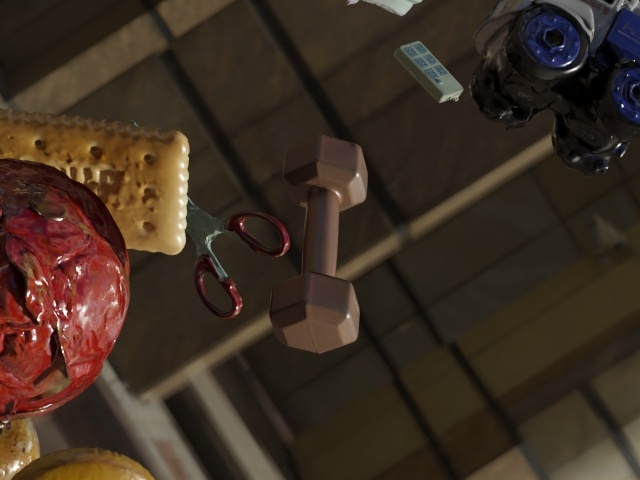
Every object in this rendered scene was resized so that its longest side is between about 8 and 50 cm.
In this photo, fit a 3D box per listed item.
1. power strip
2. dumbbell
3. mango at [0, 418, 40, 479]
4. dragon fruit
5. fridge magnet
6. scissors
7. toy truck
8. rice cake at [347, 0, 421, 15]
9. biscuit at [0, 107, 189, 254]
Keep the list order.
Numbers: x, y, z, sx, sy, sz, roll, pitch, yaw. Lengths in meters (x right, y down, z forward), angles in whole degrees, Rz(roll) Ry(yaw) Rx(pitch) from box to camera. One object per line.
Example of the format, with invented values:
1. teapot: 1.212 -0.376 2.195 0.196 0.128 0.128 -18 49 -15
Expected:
1. power strip: 0.122 -0.191 1.859 0.040 0.016 0.090 -24 65 -45
2. dumbbell: 0.000 0.000 1.639 0.092 0.082 0.230 75 16 -53
3. mango: -0.489 0.282 1.959 0.221 0.384 0.199 43 33 -24
4. dragon fruit: -0.325 0.050 1.645 0.277 0.277 0.342 57 2 -4
5. fridge magnet: -0.201 0.230 1.369 0.143 0.143 0.063 57 3 -30
6. scissors: -0.158 -0.032 1.942 0.248 0.144 0.017 43 23 11
7. toy truck: 0.258 -0.177 1.549 0.213 0.177 0.161 31 -16 -3
8. rice cake: 0.123 -0.349 2.068 0.037 0.189 0.198 60 25 10
9. biscuit: -0.269 -0.063 1.804 0.030 0.250 0.160 -76 173 -58
